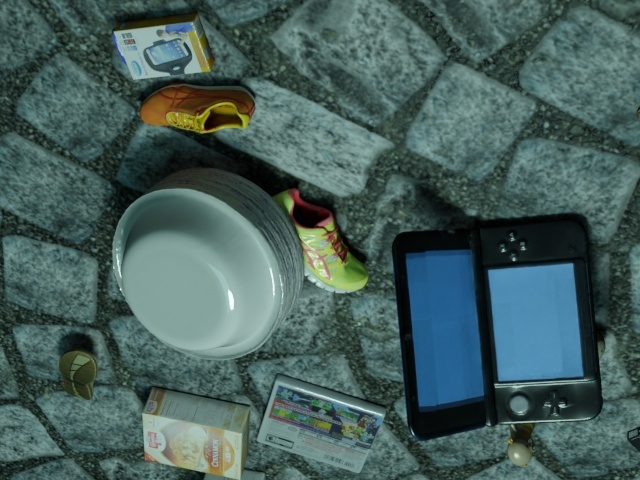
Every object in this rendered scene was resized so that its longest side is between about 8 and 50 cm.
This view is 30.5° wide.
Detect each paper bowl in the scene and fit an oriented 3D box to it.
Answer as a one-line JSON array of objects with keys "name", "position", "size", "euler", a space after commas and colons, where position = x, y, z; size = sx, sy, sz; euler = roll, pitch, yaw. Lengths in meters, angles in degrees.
[{"name": "paper bowl", "position": [-0.178, 0.046, 1.733], "size": [0.284, 0.148, 0.284], "euler": [11, 120, 20]}]

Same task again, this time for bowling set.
[{"name": "bowling set", "position": [0.331, 0.201, 1.807], "size": [0.200, 0.154, 0.287], "euler": [-20, 124, 29]}]

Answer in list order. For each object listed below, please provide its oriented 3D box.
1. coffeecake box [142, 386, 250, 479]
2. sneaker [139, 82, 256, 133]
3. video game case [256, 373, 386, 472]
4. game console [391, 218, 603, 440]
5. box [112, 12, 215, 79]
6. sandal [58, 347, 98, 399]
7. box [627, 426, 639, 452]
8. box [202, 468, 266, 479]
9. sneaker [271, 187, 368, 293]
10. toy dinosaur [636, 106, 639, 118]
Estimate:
[{"name": "coffeecake box", "position": [-0.227, 0.354, 2.154], "size": [0.185, 0.068, 0.142], "euler": [11, 134, 6]}, {"name": "sneaker", "position": [-0.179, -0.183, 1.659], "size": [0.175, 0.067, 0.064], "euler": [-3, 132, 20]}, {"name": "video game case", "position": [-0.001, 0.329, 2.103], "size": [0.201, 0.023, 0.183], "euler": [18, 133, 0]}, {"name": "game console", "position": [0.252, 0.123, 1.651], "size": [0.250, 0.173, 0.293], "euler": [-6, 89, 18]}, {"name": "box", "position": [-0.222, -0.266, 1.622], "size": [0.136, 0.028, 0.081], "euler": [-5, 130, 17]}, {"name": "sandal", "position": [-0.429, 0.233, 2.118], "size": [0.072, 0.049, 0.180], "euler": [22, 148, 3]}, {"name": "box", "position": [0.563, 0.330, 1.954], "size": [0.083, 0.018, 0.067], "euler": [-30, 118, 34]}, {"name": "box", "position": [-0.178, 0.558, 2.246], "size": [0.119, 0.181, 0.182], "euler": [7, 132, 9]}, {"name": "sneaker", "position": [0.000, 0.000, 1.767], "size": [0.208, 0.081, 0.094], "euler": [37, 128, -18]}, {"name": "toy dinosaur", "position": [0.467, -0.182, 1.520], "size": [0.082, 0.047, 0.090], "euler": [13, 167, -8]}]
